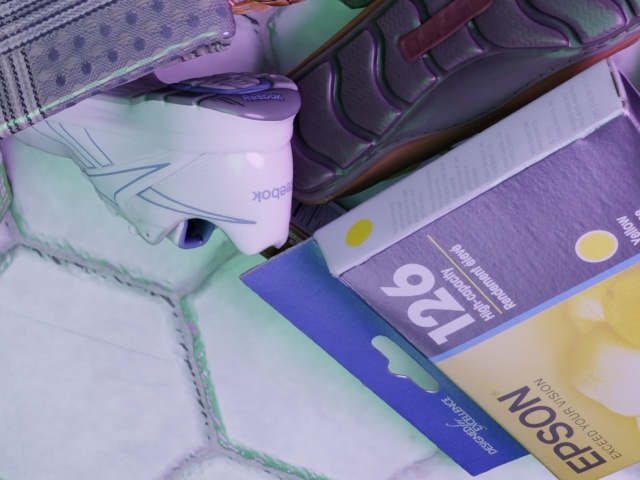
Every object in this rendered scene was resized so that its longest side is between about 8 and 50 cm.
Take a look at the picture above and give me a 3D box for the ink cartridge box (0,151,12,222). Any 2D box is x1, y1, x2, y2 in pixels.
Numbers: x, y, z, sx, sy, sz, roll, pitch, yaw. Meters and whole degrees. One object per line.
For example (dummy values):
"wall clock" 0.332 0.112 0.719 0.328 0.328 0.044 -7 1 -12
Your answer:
"ink cartridge box" -0.359 -0.093 1.025 0.198 0.115 0.273 17 147 6

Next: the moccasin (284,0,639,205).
"moccasin" 0.130 -0.143 0.951 0.380 0.147 0.139 -39 79 28

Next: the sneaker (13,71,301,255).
"sneaker" -0.134 -0.060 1.000 0.297 0.111 0.129 14 114 46

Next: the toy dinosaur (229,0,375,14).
"toy dinosaur" -0.038 -0.234 0.949 0.322 0.164 0.218 -35 118 2

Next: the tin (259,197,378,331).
"tin" 0.000 0.000 1.051 0.189 0.106 0.040 35 108 -3

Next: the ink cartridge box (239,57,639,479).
"ink cartridge box" 0.153 0.060 0.964 0.307 0.072 0.303 -32 126 24

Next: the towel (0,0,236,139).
"towel" -0.239 -0.194 0.854 0.324 0.056 0.312 -22 77 7
